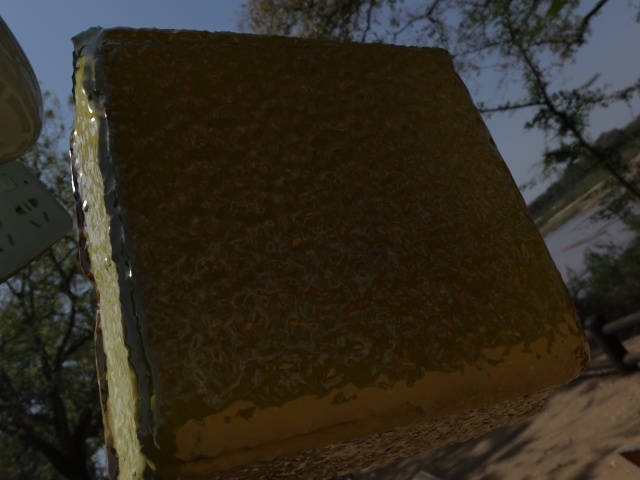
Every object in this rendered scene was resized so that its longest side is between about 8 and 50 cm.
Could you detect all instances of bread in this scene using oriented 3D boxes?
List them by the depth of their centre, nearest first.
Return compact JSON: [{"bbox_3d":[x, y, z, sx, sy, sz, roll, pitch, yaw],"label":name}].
[{"bbox_3d":[0.000,0.000,0.449,0.333,0.324,0.143,-4,-27,-25],"label":"bread"}]

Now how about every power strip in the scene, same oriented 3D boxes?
[{"bbox_3d":[-0.586,-0.051,0.985,0.141,0.261,0.229,-34,14,23],"label":"power strip"}]

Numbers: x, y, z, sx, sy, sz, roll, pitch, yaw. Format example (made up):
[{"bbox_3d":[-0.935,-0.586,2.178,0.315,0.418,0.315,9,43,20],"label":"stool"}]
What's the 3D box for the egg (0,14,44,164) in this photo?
[{"bbox_3d":[-0.497,-0.233,0.698,0.230,0.230,0.371,-38,-51,11],"label":"egg"}]
